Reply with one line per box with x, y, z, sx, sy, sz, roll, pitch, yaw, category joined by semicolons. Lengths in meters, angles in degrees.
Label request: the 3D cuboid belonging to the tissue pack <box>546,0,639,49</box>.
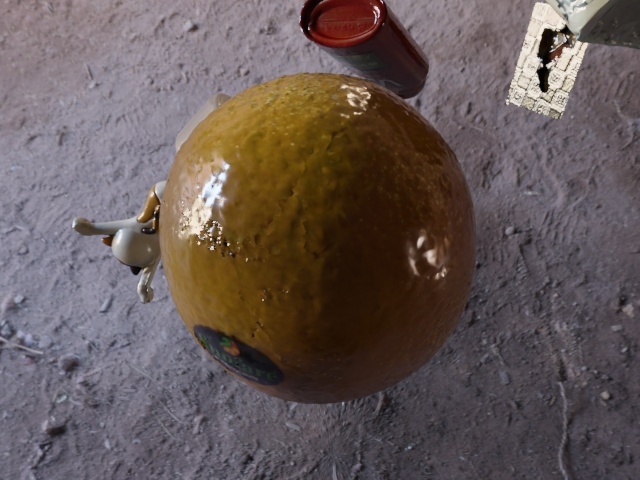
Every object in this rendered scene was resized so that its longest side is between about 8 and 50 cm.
0.402;-0.521;0.705;0.205;0.332;0.405;-6;59;-32;tissue pack

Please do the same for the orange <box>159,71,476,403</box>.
0.000;0.000;0.447;0.274;0.274;0.274;0;68;1;orange

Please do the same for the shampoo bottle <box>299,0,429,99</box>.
0.086;-0.276;0.772;0.118;0.314;0.076;6;94;23;shampoo bottle

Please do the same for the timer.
-0.176;-0.041;0.672;0.266;0.175;0.175;-33;69;14;timer

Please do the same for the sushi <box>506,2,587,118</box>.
0.452;-0.346;1.022;0.031;0.201;0.139;-10;34;-32;sushi
